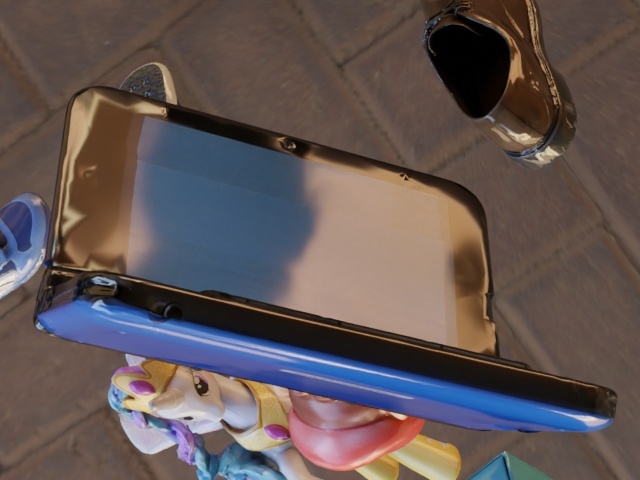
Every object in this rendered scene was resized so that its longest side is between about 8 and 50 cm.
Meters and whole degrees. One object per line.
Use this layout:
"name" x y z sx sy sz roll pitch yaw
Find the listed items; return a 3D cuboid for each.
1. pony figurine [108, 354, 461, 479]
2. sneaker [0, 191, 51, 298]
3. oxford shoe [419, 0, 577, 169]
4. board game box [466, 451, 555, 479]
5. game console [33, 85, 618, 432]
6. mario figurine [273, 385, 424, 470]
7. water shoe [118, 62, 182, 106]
"pony figurine" -0.063 0.149 1.607 0.363 0.351 0.303 22 105 -18
"sneaker" -0.263 0.019 1.146 0.144 0.059 0.053 -46 64 12
"oxford shoe" 0.116 -0.161 1.126 0.096 0.227 0.083 26 120 -41
"board game box" 0.076 0.330 0.857 0.079 0.336 0.254 32 119 -33
"game console" 0.000 0.000 0.855 0.293 0.250 0.173 13 80 -17
"mario figurine" 0.004 0.043 1.193 0.170 0.198 0.320 -31 132 -2
"water shoe" -0.154 -0.071 1.446 0.073 0.080 0.203 -15 67 23
